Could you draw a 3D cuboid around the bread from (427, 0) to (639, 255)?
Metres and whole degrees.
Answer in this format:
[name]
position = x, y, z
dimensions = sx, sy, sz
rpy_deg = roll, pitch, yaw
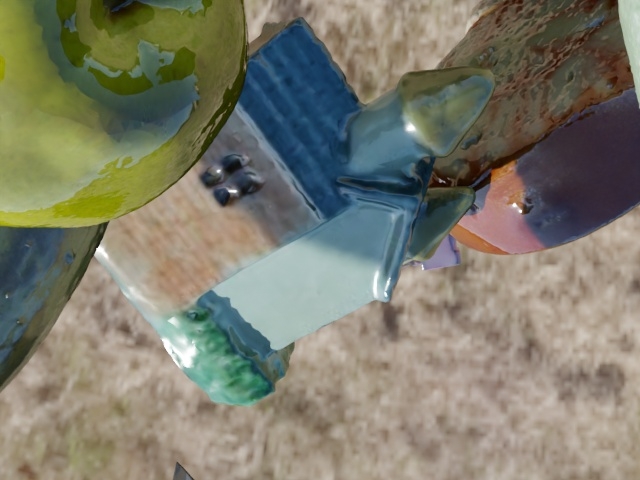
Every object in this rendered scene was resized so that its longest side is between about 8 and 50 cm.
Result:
[bread]
position = 0.212, -0.132, 1.309
dimensions = 0.295, 0.327, 0.114
rpy_deg = -1, 133, 51

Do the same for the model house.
[model house]
position = 0.000, -0.065, 1.164
dimensions = 0.325, 0.194, 0.267
rpy_deg = -26, 109, 27

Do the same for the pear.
[pear]
position = -0.126, -0.091, 0.684
dimensions = 0.198, 0.198, 0.198
rpy_deg = 5, 135, 4

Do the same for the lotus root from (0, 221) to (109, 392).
[lotus root]
position = -0.221, 0.008, 0.939
dimensions = 0.173, 0.173, 0.309
rpy_deg = 30, 97, -20

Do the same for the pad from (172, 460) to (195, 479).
[pad]
position = -0.095, 0.303, 1.113
dimensions = 0.004, 0.164, 0.243
rpy_deg = 2, 111, -32

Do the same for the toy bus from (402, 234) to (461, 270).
[toy bus]
position = 0.000, 0.000, 1.574
dimensions = 0.274, 0.090, 0.112
rpy_deg = -11, 103, -5

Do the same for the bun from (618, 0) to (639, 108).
[bun]
position = 0.175, -0.079, 0.494
dimensions = 0.213, 0.203, 0.126
rpy_deg = -6, 157, -28
